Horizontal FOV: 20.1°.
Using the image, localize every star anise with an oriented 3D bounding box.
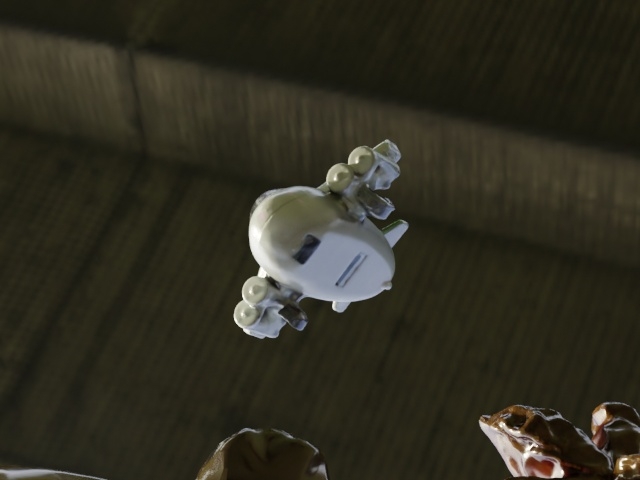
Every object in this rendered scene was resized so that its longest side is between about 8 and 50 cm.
[{"bbox_3d":[0.184,0.168,1.161,0.212,0.111,0.196,-27,-147,-5],"label":"star anise"}]

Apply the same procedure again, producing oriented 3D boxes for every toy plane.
[{"bbox_3d":[0.002,0.002,1.285,0.174,0.174,0.080,-37,-119,-21],"label":"toy plane"}]

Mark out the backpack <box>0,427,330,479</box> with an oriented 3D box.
[{"bbox_3d":[-0.104,0.228,0.591,0.378,0.201,0.353,14,-90,3],"label":"backpack"}]
